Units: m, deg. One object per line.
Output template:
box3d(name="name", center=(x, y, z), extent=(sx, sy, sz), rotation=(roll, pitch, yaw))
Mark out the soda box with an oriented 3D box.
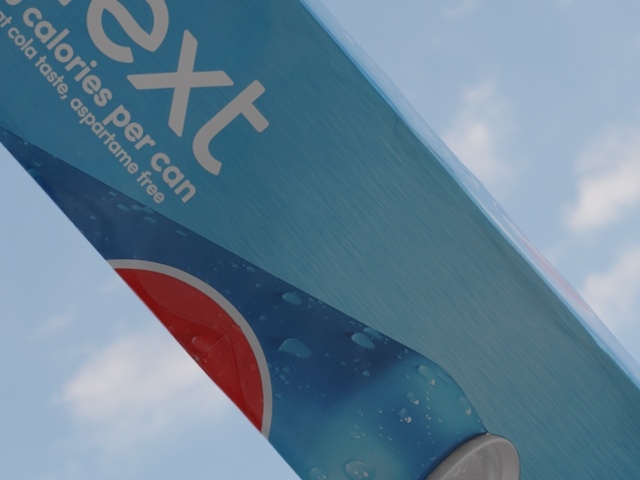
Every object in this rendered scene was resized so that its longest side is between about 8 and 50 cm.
box3d(name="soda box", center=(0.000, 0.000, 0.444), extent=(0.071, 0.067, 0.210), rotation=(-41, -86, 7))
